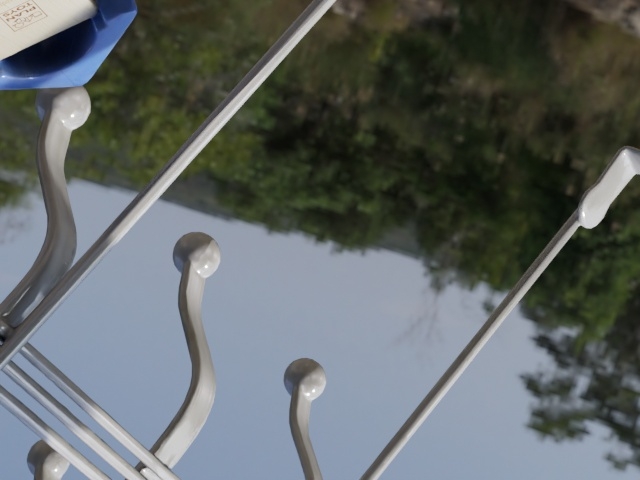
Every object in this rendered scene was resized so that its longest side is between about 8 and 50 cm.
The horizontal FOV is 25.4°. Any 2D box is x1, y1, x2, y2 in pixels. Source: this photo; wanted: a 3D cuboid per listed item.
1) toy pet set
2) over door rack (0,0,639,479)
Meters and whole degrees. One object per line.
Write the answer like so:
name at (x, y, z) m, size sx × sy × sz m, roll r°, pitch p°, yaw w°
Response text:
toy pet set at (-0.095, -0.112, 0.447) m, size 0.122 × 0.114 × 0.065 m, roll -24°, pitch 161°, yaw 6°
over door rack at (0.000, 0.000, 0.605) m, size 0.108 × 0.324 × 0.239 m, roll 45°, pitch 175°, yaw 44°
